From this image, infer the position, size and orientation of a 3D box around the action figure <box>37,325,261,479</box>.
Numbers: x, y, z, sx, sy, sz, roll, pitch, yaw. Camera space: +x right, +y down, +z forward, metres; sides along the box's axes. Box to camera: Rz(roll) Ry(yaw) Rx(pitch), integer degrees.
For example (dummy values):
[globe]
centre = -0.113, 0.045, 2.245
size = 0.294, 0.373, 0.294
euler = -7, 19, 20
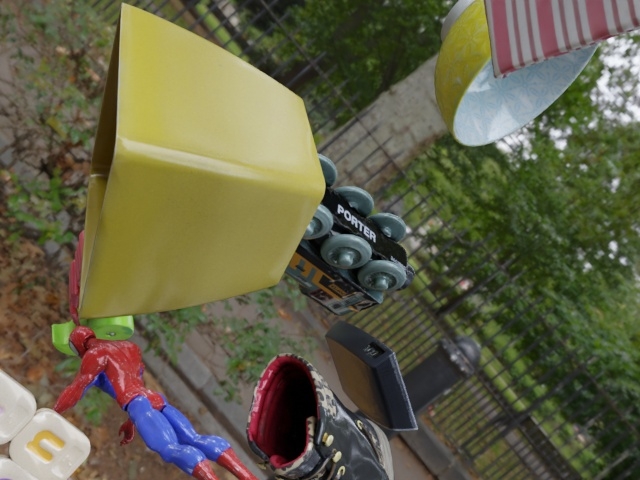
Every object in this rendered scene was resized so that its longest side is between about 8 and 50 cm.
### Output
[action figure]
centre = -0.200, 0.214, 0.700
size = 0.280, 0.139, 0.091
euler = 43, 12, 20

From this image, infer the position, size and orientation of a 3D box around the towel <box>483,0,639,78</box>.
[towel]
centre = 0.270, -0.269, 0.708
size = 0.029, 0.197, 0.144
euler = 12, 72, -45

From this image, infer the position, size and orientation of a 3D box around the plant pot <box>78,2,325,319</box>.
[plant pot]
centre = -0.115, -0.060, 0.623
size = 0.187, 0.212, 0.212
euler = 8, 44, -22

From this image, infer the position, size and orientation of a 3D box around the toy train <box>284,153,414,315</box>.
[toy train]
centre = 0.000, 0.000, 1.026
size = 0.334, 0.190, 0.142
euler = 36, 43, -34

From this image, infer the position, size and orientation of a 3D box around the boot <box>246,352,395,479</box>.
[boot]
centre = 0.021, 0.358, 0.898
size = 0.284, 0.138, 0.377
euler = 55, 20, -37

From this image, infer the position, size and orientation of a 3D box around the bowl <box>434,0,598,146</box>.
[bowl]
centre = 0.279, -0.304, 1.021
size = 0.156, 0.289, 0.289
euler = 55, 7, 24

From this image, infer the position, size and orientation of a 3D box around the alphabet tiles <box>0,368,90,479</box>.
[alphabet tiles]
centre = -0.361, 0.262, 0.605
size = 0.278, 0.284, 0.021
euler = 48, -16, -24

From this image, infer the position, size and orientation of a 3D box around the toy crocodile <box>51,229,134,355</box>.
[toy crocodile]
centre = -0.306, 0.055, 0.907
size = 0.105, 0.340, 0.115
euler = 1, 57, -27

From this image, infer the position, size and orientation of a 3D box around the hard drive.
[hard drive]
centre = 0.086, 0.254, 1.237
size = 0.255, 0.054, 0.172
euler = 16, -54, 69
